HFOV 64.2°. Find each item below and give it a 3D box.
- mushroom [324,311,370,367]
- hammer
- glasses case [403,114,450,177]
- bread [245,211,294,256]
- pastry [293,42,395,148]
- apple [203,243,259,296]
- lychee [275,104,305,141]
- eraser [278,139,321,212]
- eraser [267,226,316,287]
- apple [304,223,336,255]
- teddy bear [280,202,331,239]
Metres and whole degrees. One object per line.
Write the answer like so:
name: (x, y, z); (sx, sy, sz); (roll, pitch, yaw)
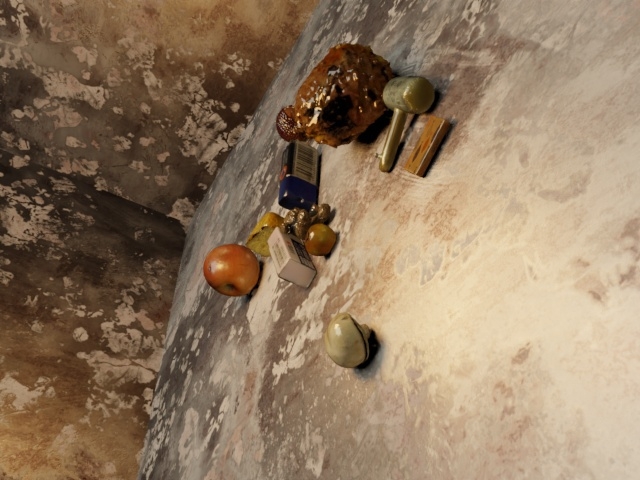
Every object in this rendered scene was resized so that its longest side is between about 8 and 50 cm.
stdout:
mushroom: (0.075, 0.263, 1.366); (0.154, 0.122, 0.154); (50, 150, 43)
hammer: (0.242, -0.362, 1.608); (0.202, 0.113, 0.306); (-133, 60, -68)
glasses case: (0.303, -0.263, 1.440); (0.064, 0.041, 0.170); (39, 105, 54)
bread: (-0.199, -0.038, 2.168); (0.260, 0.160, 0.147); (-42, 27, 55)
pastry: (0.094, -0.512, 1.801); (0.405, 0.292, 0.337); (-52, 22, -6)
apple: (-0.402, 0.140, 2.313); (0.253, 0.253, 0.254); (-47, 31, 39)
lychee: (-0.133, -0.554, 2.474); (0.188, 0.188, 0.188); (-47, 31, 39)
eraser: (-0.086, -0.268, 2.138); (0.101, 0.154, 0.332); (-45, 33, 45)
eraser: (-0.113, 0.059, 1.925); (0.086, 0.130, 0.287); (-58, 24, 15)
apple: (0.000, 0.000, 1.780); (0.099, 0.101, 0.114); (-158, 84, -79)
teddy bear: (-0.063, -0.065, 1.947); (0.251, 0.181, 0.130); (8, 112, 65)
